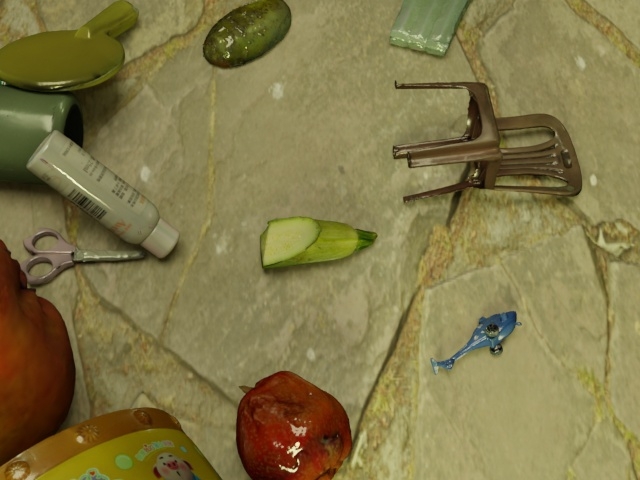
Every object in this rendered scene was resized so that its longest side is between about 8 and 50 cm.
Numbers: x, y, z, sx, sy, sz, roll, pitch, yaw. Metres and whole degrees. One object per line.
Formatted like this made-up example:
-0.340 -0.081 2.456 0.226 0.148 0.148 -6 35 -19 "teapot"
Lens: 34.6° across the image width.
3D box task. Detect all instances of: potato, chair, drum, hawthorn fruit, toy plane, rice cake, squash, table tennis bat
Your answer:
-0.137 -0.404 1.944 0.198 0.054 0.119 -27 61 -15 "potato"
0.292 -0.166 1.731 0.326 0.183 0.176 -7 61 -3 "chair"
-0.286 0.419 1.263 0.431 0.431 0.214 -35 66 -18 "drum"
-0.580 0.166 1.404 0.471 0.472 0.472 0 60 0 "hawthorn fruit"
0.247 0.159 1.623 0.167 0.054 0.062 -34 40 -19 "toy plane"
0.224 -0.457 1.978 0.127 0.043 0.237 19 61 12 "rice cake"
-0.001 -0.002 1.697 0.200 0.075 0.090 -7 34 -5 "squash"
-0.433 -0.348 1.833 0.224 0.054 0.369 12 35 14 "table tennis bat"
-0.041 0.277 1.489 0.173 0.173 0.179 -7 61 -4 "hawthorn fruit"

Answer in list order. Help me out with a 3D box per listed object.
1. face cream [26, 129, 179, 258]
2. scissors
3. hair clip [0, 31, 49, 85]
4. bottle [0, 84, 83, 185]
-0.345 -0.068 1.666 0.269 0.082 0.082 39 62 -18 "face cream"
-0.396 0.026 1.712 0.212 0.021 0.110 0 57 0 "scissors"
-0.545 -0.304 1.895 0.124 0.052 0.195 21 69 6 "hair clip"
-0.589 -0.188 1.751 0.346 0.168 0.168 5 60 3 "bottle"
